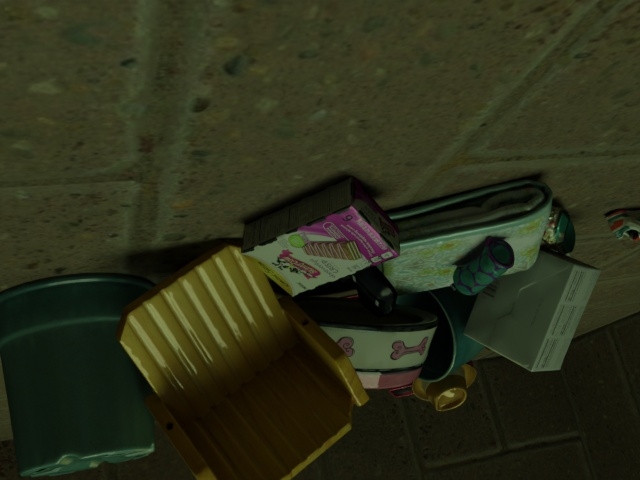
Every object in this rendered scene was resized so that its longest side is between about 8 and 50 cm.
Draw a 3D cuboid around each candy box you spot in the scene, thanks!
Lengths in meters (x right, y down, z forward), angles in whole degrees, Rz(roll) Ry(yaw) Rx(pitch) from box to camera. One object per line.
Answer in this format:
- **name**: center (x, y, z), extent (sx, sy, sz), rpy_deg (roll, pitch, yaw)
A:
- **candy box**: center (0.000, 0.000, 1.236), extent (0.233, 0.071, 0.159), rpy_deg (-22, 134, 28)

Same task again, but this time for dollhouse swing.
- **dollhouse swing**: center (-0.144, 0.234, 1.289), extent (0.346, 0.315, 0.305), rpy_deg (-35, 139, -18)

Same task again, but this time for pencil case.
- **pencil case**: center (0.321, 0.054, 1.401), extent (0.064, 0.070, 0.152), rpy_deg (-35, 170, -33)

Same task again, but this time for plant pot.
- **plant pot**: center (0.347, 0.207, 1.885), extent (0.255, 0.272, 0.271), rpy_deg (-15, 166, -34)
- **plant pot**: center (-0.480, 0.279, 1.412), extent (0.340, 0.334, 0.341), rpy_deg (-10, 161, -4)

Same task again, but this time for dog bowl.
- **dog bowl**: center (0.069, 0.235, 1.668), extent (0.407, 0.151, 0.408), rpy_deg (4, -178, 0)

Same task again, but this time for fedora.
- **fedora**: center (0.349, 0.415, 1.959), extent (0.194, 0.079, 0.194), rpy_deg (-4, 137, -4)

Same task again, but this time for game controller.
- **game controller**: center (0.090, 0.078, 1.449), extent (0.067, 0.166, 0.319), rpy_deg (-50, 169, -8)

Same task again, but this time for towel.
- **towel**: center (0.277, 0.006, 1.468), extent (0.374, 0.090, 0.320), rpy_deg (-11, 157, 5)

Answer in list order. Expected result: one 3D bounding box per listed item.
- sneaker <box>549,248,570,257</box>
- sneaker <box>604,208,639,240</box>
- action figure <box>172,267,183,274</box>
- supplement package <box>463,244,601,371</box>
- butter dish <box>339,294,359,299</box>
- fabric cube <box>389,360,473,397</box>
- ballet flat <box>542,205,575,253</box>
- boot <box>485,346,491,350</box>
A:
- **sneaker**: center (0.645, 0.103, 1.953), extent (0.127, 0.126, 0.321), rpy_deg (-16, 160, 28)
- **sneaker**: center (0.763, -0.036, 1.702), extent (0.161, 0.075, 0.057), rpy_deg (-4, 160, -23)
- **action figure**: center (-0.269, 0.168, 1.500), extent (0.140, 0.164, 0.276), rpy_deg (22, 150, 3)
- **supplement package**: center (0.497, 0.146, 1.672), extent (0.145, 0.262, 0.204), rpy_deg (9, -166, -45)
- **butter dish**: center (0.081, 0.239, 1.945), extent (0.160, 0.118, 0.160), rpy_deg (-11, 136, -5)
- **fabric cube**: center (0.309, 0.317, 2.154), extent (0.254, 0.258, 0.259), rpy_deg (-15, 161, 5)
- **ballet flat**: center (0.521, -0.030, 1.590), extent (0.077, 0.091, 0.241), rpy_deg (12, 170, 30)
- **boot**: center (0.589, 0.223, 2.189), extent (0.203, 0.095, 0.262), rpy_deg (-32, 149, -21)
